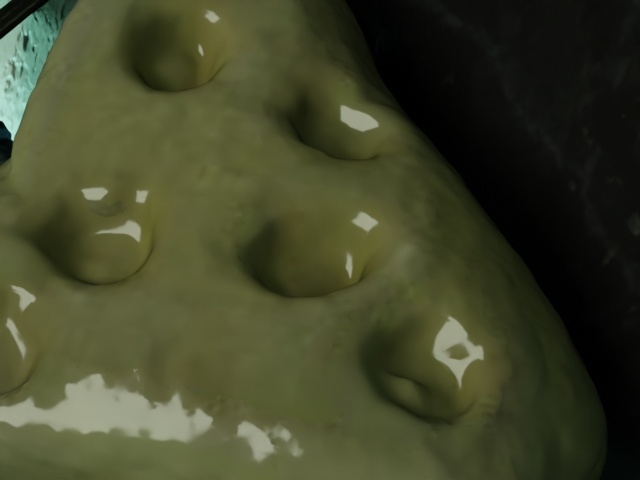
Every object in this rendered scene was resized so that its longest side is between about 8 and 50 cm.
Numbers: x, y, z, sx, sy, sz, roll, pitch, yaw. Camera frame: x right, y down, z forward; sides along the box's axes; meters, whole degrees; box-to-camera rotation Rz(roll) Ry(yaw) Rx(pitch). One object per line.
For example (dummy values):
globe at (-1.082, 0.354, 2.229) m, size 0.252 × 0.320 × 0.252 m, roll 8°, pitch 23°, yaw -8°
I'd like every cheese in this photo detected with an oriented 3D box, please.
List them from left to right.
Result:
cheese at (0.000, 0.000, 0.866) m, size 0.328 × 0.129 × 0.351 m, roll 18°, pitch 57°, yaw 18°

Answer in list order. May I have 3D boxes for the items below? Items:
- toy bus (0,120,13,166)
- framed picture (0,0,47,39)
toy bus at (-0.278, 0.066, 1.219) m, size 0.131 × 0.106 × 0.297 m, roll 45°, pitch 119°, yaw 24°
framed picture at (-0.207, -0.109, 1.053) m, size 0.014 × 0.255 × 0.339 m, roll 51°, pitch 153°, yaw -12°
